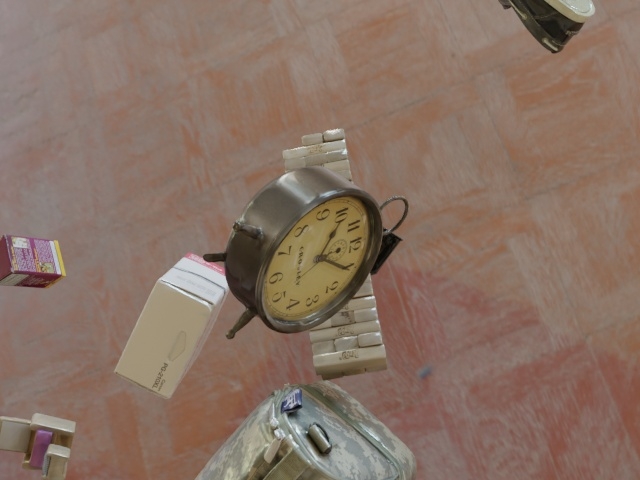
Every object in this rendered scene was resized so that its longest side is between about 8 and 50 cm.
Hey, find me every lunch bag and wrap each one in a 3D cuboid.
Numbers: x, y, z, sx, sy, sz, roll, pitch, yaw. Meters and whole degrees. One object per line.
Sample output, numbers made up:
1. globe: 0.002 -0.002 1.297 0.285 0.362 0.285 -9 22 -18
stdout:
1. lunch bag: -0.051 0.329 1.090 0.212 0.256 0.305 41 101 17

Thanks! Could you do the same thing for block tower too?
1. block tower: 0.017 0.021 1.173 0.091 0.097 0.335 -10 60 3

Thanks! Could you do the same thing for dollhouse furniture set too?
1. dollhouse furniture set: -0.493 0.432 1.303 0.198 0.303 0.286 12 96 -14

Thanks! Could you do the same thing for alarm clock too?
1. alarm clock: 0.000 0.000 0.717 0.192 0.129 0.064 -19 42 -34

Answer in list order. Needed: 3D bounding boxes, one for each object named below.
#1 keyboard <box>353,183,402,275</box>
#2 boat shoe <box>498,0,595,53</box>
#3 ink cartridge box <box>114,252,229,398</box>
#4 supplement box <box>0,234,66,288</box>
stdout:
1. keyboard: 0.039 -0.033 1.361 0.180 0.023 0.108 32 111 -10
2. boat shoe: 0.247 -0.342 1.168 0.084 0.079 0.233 -32 72 -37
3. ink cartridge box: -0.230 0.132 1.452 0.100 0.237 0.172 26 99 -1
4. supplement box: -0.378 0.028 1.148 0.043 0.083 0.055 -30 67 29
